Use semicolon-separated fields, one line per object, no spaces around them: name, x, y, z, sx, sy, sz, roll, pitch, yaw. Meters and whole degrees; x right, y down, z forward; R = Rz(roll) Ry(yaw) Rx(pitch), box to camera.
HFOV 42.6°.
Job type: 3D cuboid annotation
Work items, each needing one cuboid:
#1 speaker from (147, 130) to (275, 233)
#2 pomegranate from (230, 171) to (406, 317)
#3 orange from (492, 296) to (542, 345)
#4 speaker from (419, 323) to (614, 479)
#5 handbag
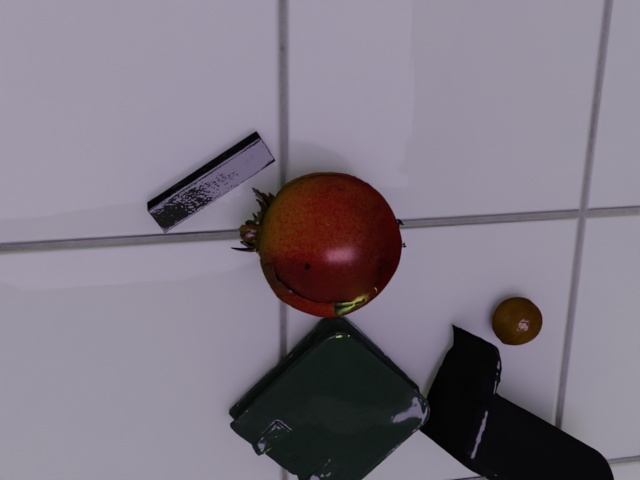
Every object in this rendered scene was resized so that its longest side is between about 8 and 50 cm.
speaker;-0.157;-0.084;1.182;0.191;0.040;0.046;-34;114;0
pomegranate;0.000;0.000;1.165;0.235;0.210;0.210;17;106;10
orange;0.324;0.134;1.355;0.085;0.085;0.085;-4;110;-12
speaker;0.343;0.321;1.372;0.388;0.180;0.184;33;87;-24
handbag;0.016;0.280;1.331;0.260;0.079;0.247;-45;112;6
